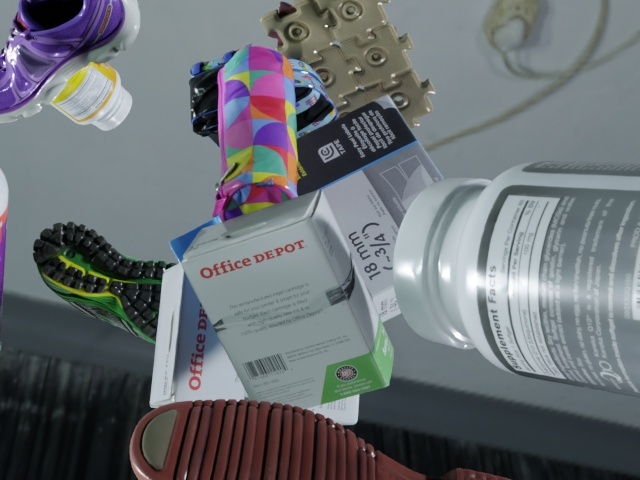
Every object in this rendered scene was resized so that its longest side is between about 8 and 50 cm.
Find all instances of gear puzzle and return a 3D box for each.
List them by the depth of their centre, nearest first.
[{"bbox_3d":[0.065,-0.219,1.602,0.175,0.044,0.339,-20,127,17],"label":"gear puzzle"}]

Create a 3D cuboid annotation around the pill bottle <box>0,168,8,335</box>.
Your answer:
[{"bbox_3d":[-0.456,0.057,1.306,0.181,0.181,0.323,7,121,-7],"label":"pill bottle"}]

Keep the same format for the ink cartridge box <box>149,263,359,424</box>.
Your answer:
[{"bbox_3d":[-0.087,0.146,1.581,0.273,0.197,0.114,10,165,-24],"label":"ink cartridge box"}]

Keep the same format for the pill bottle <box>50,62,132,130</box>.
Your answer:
[{"bbox_3d":[-0.427,-0.279,1.964,0.117,0.117,0.215,-31,137,20],"label":"pill bottle"}]

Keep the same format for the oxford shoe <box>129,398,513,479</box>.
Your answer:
[{"bbox_3d":[0.015,0.225,0.866,0.348,0.123,0.130,21,132,-6],"label":"oxford shoe"}]

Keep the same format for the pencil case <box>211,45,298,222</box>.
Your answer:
[{"bbox_3d":[-0.076,-0.119,1.340,0.104,0.236,0.104,-2,141,-1],"label":"pencil case"}]

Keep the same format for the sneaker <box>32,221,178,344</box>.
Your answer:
[{"bbox_3d":[-0.308,0.088,1.883,0.343,0.134,0.146,30,158,0],"label":"sneaker"}]

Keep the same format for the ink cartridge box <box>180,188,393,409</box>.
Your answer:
[{"bbox_3d":[-0.033,0.072,1.264,0.160,0.092,0.219,-17,111,17],"label":"ink cartridge box"}]

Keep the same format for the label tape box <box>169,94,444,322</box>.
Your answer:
[{"bbox_3d":[0.000,0.000,1.428,0.333,0.241,0.106,-27,157,-9],"label":"label tape box"}]

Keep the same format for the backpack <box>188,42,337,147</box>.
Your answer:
[{"bbox_3d":[-0.072,-0.189,1.525,0.173,0.117,0.158,-18,153,21],"label":"backpack"}]

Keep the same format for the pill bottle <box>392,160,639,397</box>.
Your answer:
[{"bbox_3d":[0.257,0.032,1.047,0.363,0.210,0.210,6,140,45],"label":"pill bottle"}]

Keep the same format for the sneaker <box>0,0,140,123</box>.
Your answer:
[{"bbox_3d":[-0.219,-0.154,0.875,0.170,0.068,0.071,-31,145,21],"label":"sneaker"}]
